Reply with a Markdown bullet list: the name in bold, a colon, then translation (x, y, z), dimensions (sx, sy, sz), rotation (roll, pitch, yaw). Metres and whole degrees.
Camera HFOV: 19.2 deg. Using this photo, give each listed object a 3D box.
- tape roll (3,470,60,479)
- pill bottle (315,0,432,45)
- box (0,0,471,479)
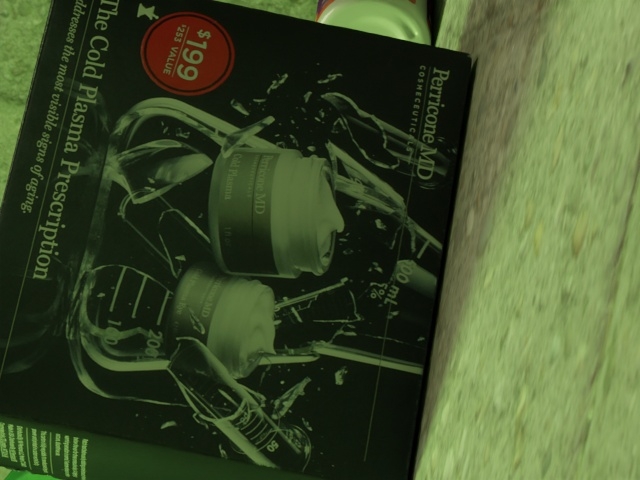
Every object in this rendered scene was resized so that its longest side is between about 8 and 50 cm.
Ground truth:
- **tape roll**: translation (-0.177, 0.331, 1.810), dimensions (0.077, 0.321, 0.321), rotation (-94, 17, -76)
- **pill bottle**: translation (0.051, -0.220, 1.766), dimensions (0.193, 0.108, 0.108), rotation (-84, 7, -58)
- **box**: translation (-0.076, 0.014, 1.389), dimensions (0.179, 0.313, 0.343), rotation (113, 168, -68)
